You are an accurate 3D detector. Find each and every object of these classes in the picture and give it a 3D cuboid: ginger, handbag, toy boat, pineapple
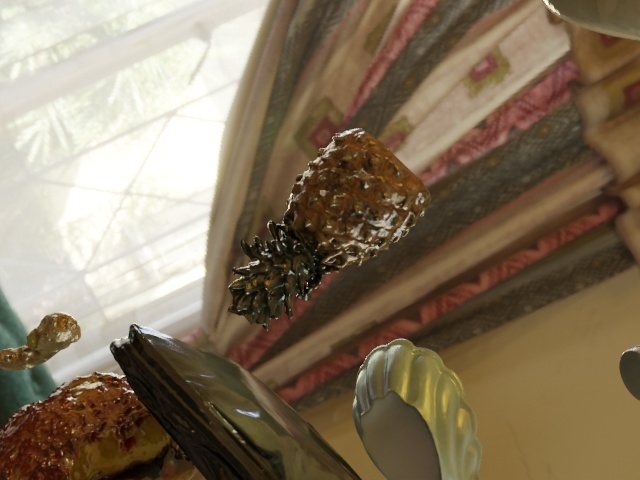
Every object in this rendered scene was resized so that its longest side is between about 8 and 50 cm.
[{"bbox_3d":[-0.429,0.160,1.313,0.069,0.173,0.051,18,43,-49],"label":"ginger"},{"bbox_3d":[-0.045,0.187,0.751,0.332,0.075,0.191,35,-2,37],"label":"handbag"},{"bbox_3d":[0.139,0.295,1.296,0.100,0.199,0.290,-5,59,-58],"label":"toy boat"},{"bbox_3d":[0.000,0.000,1.047,0.158,0.279,0.158,42,1,-1],"label":"pineapple"}]

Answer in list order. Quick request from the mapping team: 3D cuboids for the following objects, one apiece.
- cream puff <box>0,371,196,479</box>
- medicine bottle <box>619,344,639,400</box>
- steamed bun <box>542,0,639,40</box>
[{"bbox_3d":[-0.246,0.231,0.908,0.240,0.239,0.164,83,-10,-71],"label":"cream puff"},{"bbox_3d":[0.611,0.193,1.418,0.135,0.215,0.135,164,-90,-71],"label":"medicine bottle"},{"bbox_3d":[0.274,-0.241,0.680,0.241,0.164,0.146,36,-43,52],"label":"steamed bun"}]
